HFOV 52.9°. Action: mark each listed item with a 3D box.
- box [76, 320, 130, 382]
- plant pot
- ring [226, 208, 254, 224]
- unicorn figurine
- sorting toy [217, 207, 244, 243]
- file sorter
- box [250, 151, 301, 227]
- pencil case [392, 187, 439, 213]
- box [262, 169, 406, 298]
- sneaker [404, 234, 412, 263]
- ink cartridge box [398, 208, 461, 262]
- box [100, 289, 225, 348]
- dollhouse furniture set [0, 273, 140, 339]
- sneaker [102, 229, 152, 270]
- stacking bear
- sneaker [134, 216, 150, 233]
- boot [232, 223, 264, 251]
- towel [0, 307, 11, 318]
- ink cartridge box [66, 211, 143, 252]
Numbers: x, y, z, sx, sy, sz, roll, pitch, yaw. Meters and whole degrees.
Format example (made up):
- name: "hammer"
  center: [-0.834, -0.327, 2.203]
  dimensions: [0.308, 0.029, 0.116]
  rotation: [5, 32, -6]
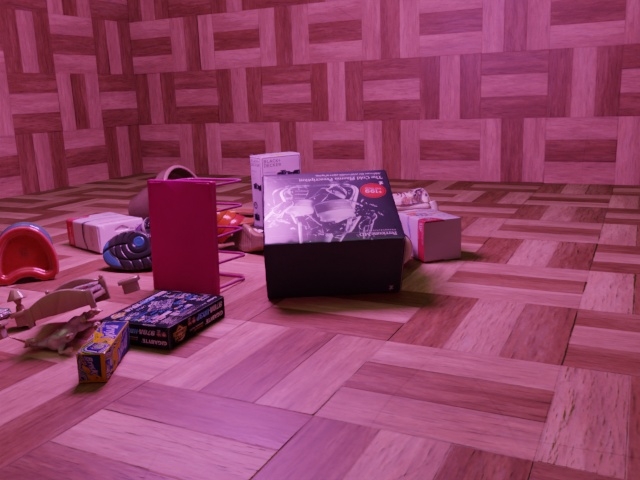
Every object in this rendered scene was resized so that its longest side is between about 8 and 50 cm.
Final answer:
- name: "box"
  center: [-0.412, 0.209, 1.230]
  dimensions: [0.054, 0.059, 0.169]
  rotation: [0, 13, -2]
- name: "plant pot"
  center: [-0.577, -0.121, 2.376]
  dimensions: [0.229, 0.263, 0.263]
  rotation: [-16, 7, 23]
- name: "ring"
  center: [-0.364, -0.084, 2.579]
  dimensions: [0.336, 0.032, 0.336]
  rotation: [-2, 12, 0]
- name: "unicorn figurine"
  center: [-0.530, 0.193, 1.321]
  dimensions: [0.111, 0.060, 0.162]
  rotation: [-3, 15, 39]
- name: "sorting toy"
  center: [-0.369, -0.079, 2.223]
  dimensions: [0.127, 0.126, 0.365]
  rotation: [-50, 15, -8]
- name: "file sorter"
  center: [-0.320, -0.023, 1.729]
  dimensions: [0.202, 0.291, 0.182]
  rotation: [4, 11, 24]
- name: "box"
  center: [-0.159, -0.173, 2.352]
  dimensions: [0.169, 0.290, 0.087]
  rotation: [-9, 14, -30]
- name: "pencil case"
  center: [0.188, -0.091, 2.219]
  dimensions: [0.410, 0.160, 0.183]
  rotation: [-4, 1, -11]
- name: "box"
  center: [0.024, -0.024, 1.670]
  dimensions: [0.343, 0.179, 0.312]
  rotation: [-4, 39, -4]
- name: "sneaker"
  center: [0.100, 0.007, 1.907]
  dimensions: [0.350, 0.131, 0.148]
  rotation: [10, 14, 12]
- name: "ink cartridge box"
  center: [0.327, -0.018, 1.953]
  dimensions: [0.128, 0.127, 0.176]
  rotation: [-7, 13, -20]
- name: "box"
  center: [-0.340, 0.168, 1.414]
  dimensions: [0.175, 0.051, 0.220]
  rotation: [3, 14, 22]
- name: "dollhouse furniture set"
  center: [-0.584, 0.084, 1.340]
  dimensions: [0.355, 0.174, 0.303]
  rotation: [-17, 4, -10]
- name: "sneaker"
  center: [-0.484, 0.035, 1.960]
  dimensions: [0.341, 0.125, 0.139]
  rotation: [-6, -15, -2]
- name: "stacking bear"
  center: [-0.886, 0.023, 1.937]
  dimensions: [0.175, 0.164, 0.289]
  rotation: [-7, 9, -21]
- name: "sneaker"
  center: [-0.510, -0.015, 2.137]
  dimensions: [0.124, 0.107, 0.283]
  rotation: [-31, -22, 29]
- name: "boot"
  center: [-0.150, 0.000, 2.122]
  dimensions: [0.207, 0.090, 0.248]
  rotation: [3, 5, -43]
- name: "towel"
  center: [-0.807, 0.189, 1.481]
  dimensions: [0.113, 0.023, 0.152]
  rotation: [-1, 15, 17]
- name: "ink cartridge box"
  center: [-0.749, -0.030, 2.244]
  dimensions: [0.237, 0.100, 0.172]
  rotation: [9, 17, 44]
